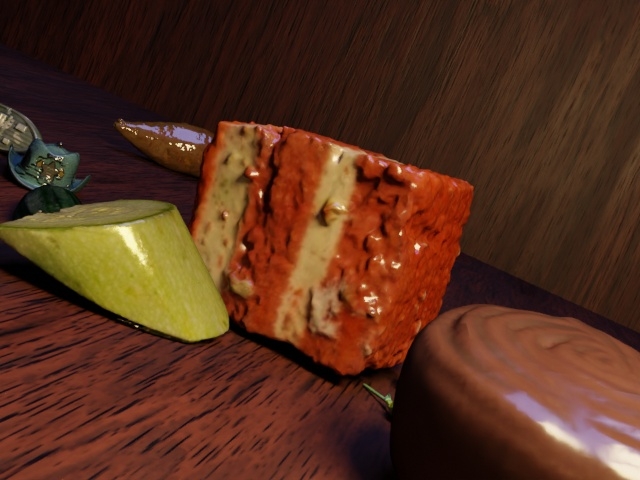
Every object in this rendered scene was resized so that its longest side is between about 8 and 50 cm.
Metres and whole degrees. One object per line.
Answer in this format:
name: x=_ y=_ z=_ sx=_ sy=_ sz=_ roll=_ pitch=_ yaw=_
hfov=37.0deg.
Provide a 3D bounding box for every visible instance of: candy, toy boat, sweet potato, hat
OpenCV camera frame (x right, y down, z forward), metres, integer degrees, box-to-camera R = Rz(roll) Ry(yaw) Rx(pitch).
candy: x=0.082 y=0.192 z=1.154 sx=0.035 sy=0.035 sz=0.123 roll=54 pitch=-14 yaw=-22
toy boat: x=-0.582 y=-0.210 z=1.679 sx=0.261 sy=0.078 sz=0.085 roll=27 pitch=-9 yaw=27
sweet potato: x=-0.339 y=-0.226 z=2.319 sx=0.337 sy=0.131 sz=0.131 roll=17 pitch=11 yaw=-36
hat: x=-0.437 y=-0.127 z=1.553 sx=0.138 sy=0.078 sz=0.191 roll=24 pitch=8 yaw=-16

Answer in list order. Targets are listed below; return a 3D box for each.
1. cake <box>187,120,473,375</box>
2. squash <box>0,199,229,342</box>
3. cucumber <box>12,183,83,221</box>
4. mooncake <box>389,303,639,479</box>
cake: x=0.000 y=0.000 z=1.279 sx=0.320 sy=0.269 sz=0.270 roll=19 pitch=7 yaw=22
squash: x=-0.223 y=0.038 z=1.110 sx=0.204 sy=0.155 sz=0.237 roll=3 pitch=13 yaw=25
cucumber: x=-0.349 y=-0.033 z=1.270 sx=0.115 sy=0.063 sz=0.244 roll=19 pitch=8 yaw=-32
mooncake: x=0.238 y=0.186 z=0.873 sx=0.334 sy=0.174 sz=0.326 roll=5 pitch=23 yaw=-14
